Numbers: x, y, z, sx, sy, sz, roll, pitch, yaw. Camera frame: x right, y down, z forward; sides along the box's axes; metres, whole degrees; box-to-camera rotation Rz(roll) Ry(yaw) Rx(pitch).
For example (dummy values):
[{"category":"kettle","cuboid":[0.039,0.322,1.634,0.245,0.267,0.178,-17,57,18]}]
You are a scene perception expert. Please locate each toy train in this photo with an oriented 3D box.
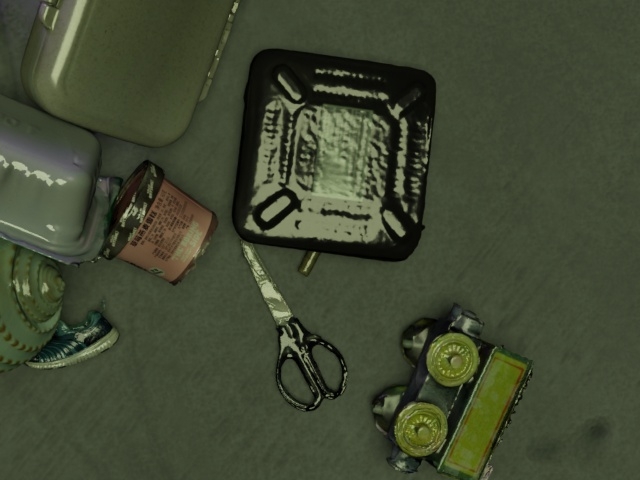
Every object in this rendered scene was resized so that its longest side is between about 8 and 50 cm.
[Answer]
[{"category":"toy train","cuboid":[0.193,0.231,1.882,0.177,0.134,0.261,24,91,-18]}]

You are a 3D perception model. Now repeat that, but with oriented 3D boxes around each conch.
[{"category":"conch","cuboid":[-0.509,0.034,1.719,0.319,0.215,0.303,1,84,-10]}]

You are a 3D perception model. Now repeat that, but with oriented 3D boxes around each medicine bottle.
[{"category":"medicine bottle","cuboid":[-0.248,-0.328,1.732,0.282,0.123,0.375,17,96,-40]}]

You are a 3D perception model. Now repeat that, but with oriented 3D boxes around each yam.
[{"category":"yam","cuboid":[0.000,0.000,1.886,0.021,0.021,0.116,28,89,-10]}]

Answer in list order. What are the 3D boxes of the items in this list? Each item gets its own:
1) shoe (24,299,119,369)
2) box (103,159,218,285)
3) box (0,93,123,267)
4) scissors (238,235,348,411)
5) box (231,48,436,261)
[{"category":"shoe","cuboid":[-0.364,0.142,1.819,0.143,0.064,0.071,-22,98,-9]},{"category":"box","cuboid":[-0.229,-0.018,1.790,0.135,0.151,0.151,31,89,-18]},{"category":"box","cuboid":[-0.420,-0.114,1.672,0.337,0.264,0.106,23,114,-14]},{"category":"scissors","cuboid":[-0.056,0.112,1.886,0.109,0.022,0.300,-27,98,-10]},{"category":"box","cuboid":[0.022,-0.126,1.846,0.289,0.073,0.290,8,86,-9]}]
